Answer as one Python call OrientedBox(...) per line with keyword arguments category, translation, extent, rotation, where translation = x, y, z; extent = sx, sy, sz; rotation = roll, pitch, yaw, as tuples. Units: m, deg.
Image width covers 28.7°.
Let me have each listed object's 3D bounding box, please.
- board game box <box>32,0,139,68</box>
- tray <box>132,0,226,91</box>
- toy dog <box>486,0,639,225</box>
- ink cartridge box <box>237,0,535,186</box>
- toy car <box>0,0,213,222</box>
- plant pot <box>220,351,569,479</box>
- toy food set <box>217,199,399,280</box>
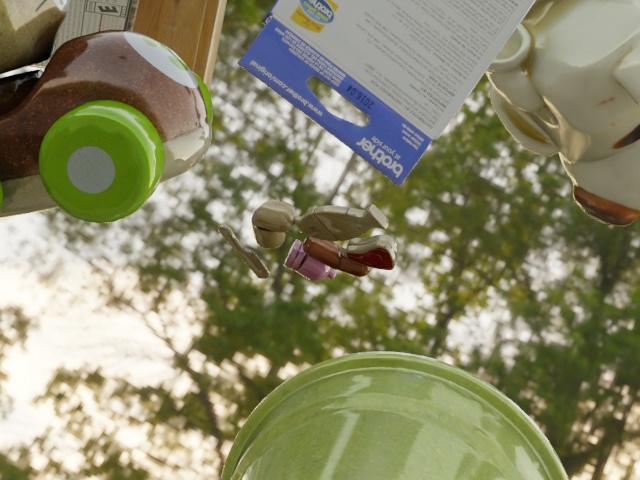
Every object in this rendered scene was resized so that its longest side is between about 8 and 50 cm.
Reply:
OrientedBox(category="board game box", translation=(-0.293, -0.258, 1.041), extent=(0.291, 0.141, 0.232), rotation=(7, -15, -12))
OrientedBox(category="tray", translation=(-0.220, -0.334, 1.590), extent=(0.202, 0.411, 0.076), rotation=(12, 7, 1))
OrientedBox(category="toy dog", translation=(0.411, -0.207, 1.741), extent=(0.395, 0.284, 0.408), rotation=(36, -9, 40))
OrientedBox(category="ink cartridge box", translation=(0.083, -0.223, 1.104), extent=(0.185, 0.311, 0.065), rotation=(36, -8, -11))
OrientedBox(category="toy car", translation=(-0.141, -0.108, 0.591), extent=(0.148, 0.155, 0.188), rotation=(-11, -76, 8))
OrientedBox(category="plant pot", translation=(0.025, 0.242, 0.825), extent=(0.276, 0.254, 0.276), rotation=(3, -77, 14))
OrientedBox(category="toy food set", translation=(0.000, 0.000, 0.776), extent=(0.122, 0.019, 0.078), rotation=(-1, -38, 34))
